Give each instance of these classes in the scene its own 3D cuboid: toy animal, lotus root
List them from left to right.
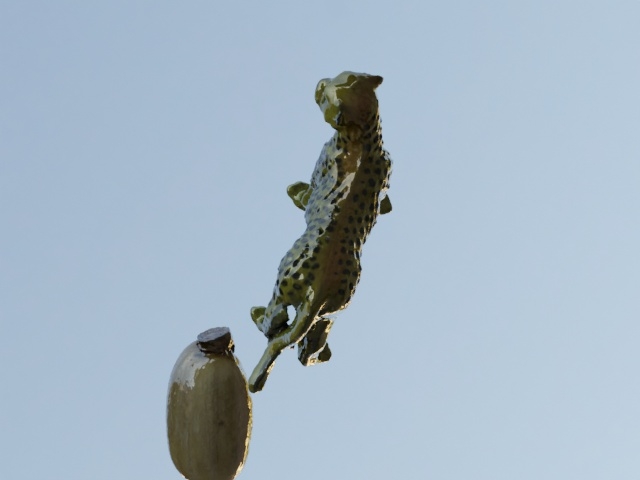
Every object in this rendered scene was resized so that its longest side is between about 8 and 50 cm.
[{"bbox_3d":[-0.084,0.134,1.320,0.062,0.073,0.150,-9,-66,-29],"label":"lotus root"},{"bbox_3d":[0.000,0.000,1.120,0.136,0.073,0.181,109,-178,-66],"label":"toy animal"}]
